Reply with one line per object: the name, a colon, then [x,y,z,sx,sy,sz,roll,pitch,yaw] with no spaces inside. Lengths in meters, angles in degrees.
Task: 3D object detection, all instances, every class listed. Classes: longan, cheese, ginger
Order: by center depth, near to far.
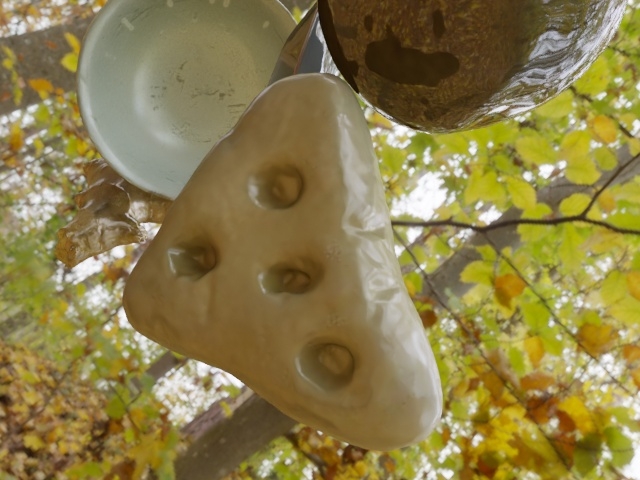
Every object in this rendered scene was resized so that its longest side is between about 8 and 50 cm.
cheese: [0.000,0.000,0.717,0.351,0.328,0.130,20,-8,31]
longan: [0.163,-0.290,0.838,0.361,0.361,0.360,32,-38,29]
ginger: [-0.387,-0.058,1.484,0.236,0.375,0.166,25,-44,-20]

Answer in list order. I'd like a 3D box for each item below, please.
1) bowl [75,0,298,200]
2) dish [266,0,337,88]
bowl: [-0.235,-0.293,1.424,0.434,0.435,0.196,58,-2,-9]
dish: [-0.022,-0.238,1.035,0.064,0.234,0.154,24,-26,-17]
